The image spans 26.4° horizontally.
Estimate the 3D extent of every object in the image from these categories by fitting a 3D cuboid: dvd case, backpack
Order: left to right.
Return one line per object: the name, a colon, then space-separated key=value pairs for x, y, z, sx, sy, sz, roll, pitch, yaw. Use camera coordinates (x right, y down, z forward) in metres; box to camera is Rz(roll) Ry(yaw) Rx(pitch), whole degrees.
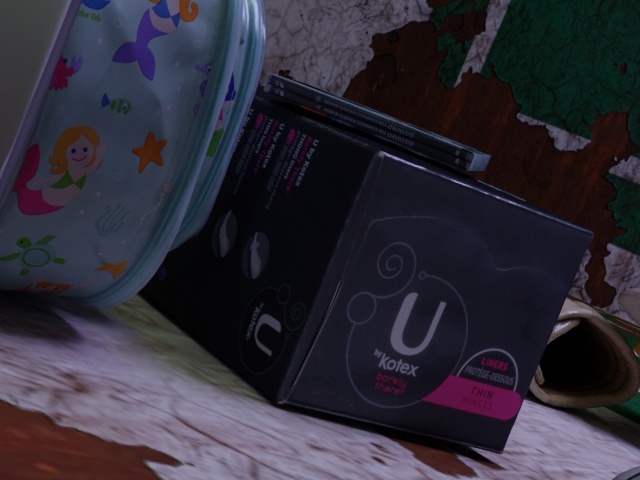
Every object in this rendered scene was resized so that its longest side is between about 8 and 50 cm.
backpack: x=-0.140 y=-0.086 z=0.677 sx=0.191 sy=0.225 sz=0.253 roll=13 pitch=13 yaw=-35
dvd case: x=0.034 y=-0.064 z=0.760 sx=0.119 sy=0.013 sz=0.087 roll=24 pitch=7 yaw=11

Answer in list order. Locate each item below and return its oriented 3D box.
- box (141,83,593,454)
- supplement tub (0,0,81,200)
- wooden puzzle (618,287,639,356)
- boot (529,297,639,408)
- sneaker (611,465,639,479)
box: x=0.000 y=0.000 z=0.820 sx=0.165 sy=0.143 sz=0.270 roll=17 pitch=8 yaw=-34
supplement tub: x=-0.227 y=-0.101 z=0.382 sx=0.316 sy=0.228 sz=0.228 roll=22 pitch=5 yaw=-13
wooden puzzle: x=0.329 y=0.133 z=1.130 sx=0.221 sy=0.044 sz=0.238 roll=51 pitch=9 yaw=15
boot: x=0.124 y=0.052 z=1.136 sx=0.262 sy=0.095 sz=0.203 roll=28 pitch=3 yaw=-25
sneaker: x=0.272 y=0.131 z=0.563 sx=0.330 sy=0.122 sz=0.146 roll=10 pitch=3 yaw=-5
